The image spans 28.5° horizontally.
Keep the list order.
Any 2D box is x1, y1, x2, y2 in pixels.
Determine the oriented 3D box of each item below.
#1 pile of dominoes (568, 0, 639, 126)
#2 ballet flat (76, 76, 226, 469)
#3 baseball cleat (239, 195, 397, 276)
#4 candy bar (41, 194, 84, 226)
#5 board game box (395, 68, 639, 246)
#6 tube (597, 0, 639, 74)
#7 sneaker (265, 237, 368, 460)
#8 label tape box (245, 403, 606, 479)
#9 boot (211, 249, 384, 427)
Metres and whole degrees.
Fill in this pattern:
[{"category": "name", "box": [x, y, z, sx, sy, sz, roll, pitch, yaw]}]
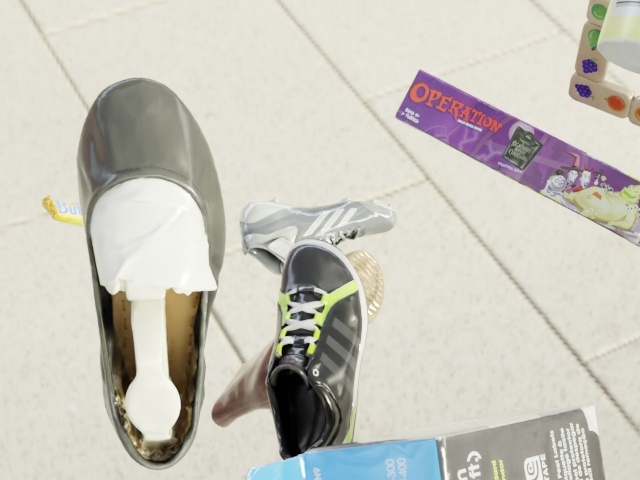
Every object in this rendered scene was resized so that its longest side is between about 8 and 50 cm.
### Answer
[{"category": "pile of dominoes", "box": [0.319, -0.134, 1.010, 0.251, 0.196, 0.040, 26, 54, 22]}, {"category": "ballet flat", "box": [-0.107, 0.035, 0.837, 0.095, 0.280, 0.096, -5, 29, -6]}, {"category": "baseball cleat", "box": [0.000, 0.000, 1.586, 0.206, 0.072, 0.109, 0, 63, -11]}, {"category": "candy bar", "box": [-0.276, -0.026, 1.562, 0.161, 0.018, 0.040, 15, 28, -47]}, {"category": "board game box", "box": [0.215, -0.048, 1.041, 0.208, 0.347, 0.056, 26, 97, 24]}, {"category": "tube", "box": [0.232, -0.215, 0.750, 0.070, 0.062, 0.240, 21, 84, -22]}, {"category": "sneaker", "box": [-0.005, 0.108, 1.169, 0.084, 0.097, 0.235, -8, 76, 19]}, {"category": "label tape box", "box": [0.108, 0.276, 1.008, 0.347, 0.115, 0.249, -1, 82, -49]}, {"category": "boot", "box": [-0.033, 0.124, 1.637, 0.090, 0.207, 0.248, 47, 43, -16]}]
